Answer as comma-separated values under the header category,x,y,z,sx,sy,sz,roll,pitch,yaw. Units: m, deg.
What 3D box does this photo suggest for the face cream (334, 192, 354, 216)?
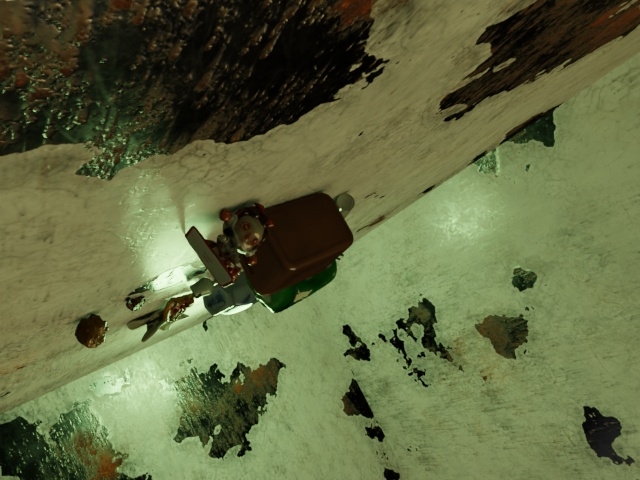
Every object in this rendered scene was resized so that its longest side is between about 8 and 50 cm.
category,x,y,z,sx,sy,sz,roll,pitch,yaw
face cream,0.077,-0.121,1.858,0.077,0.077,0.250,-26,172,-18

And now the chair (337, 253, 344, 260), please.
category,x,y,z,sx,sy,sz,roll,pitch,yaw
chair,0.000,0.000,2.225,0.260,0.142,0.154,17,167,-2

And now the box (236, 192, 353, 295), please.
category,x,y,z,sx,sy,sz,roll,pitch,yaw
box,-0.088,0.004,1.518,0.339,0.240,0.229,-22,167,-38

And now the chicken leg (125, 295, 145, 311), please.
category,x,y,z,sx,sy,sz,roll,pitch,yaw
chicken leg,-0.692,0.233,1.631,0.062,0.037,0.145,-51,172,2

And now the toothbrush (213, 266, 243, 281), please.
category,x,y,z,sx,sy,sz,roll,pitch,yaw
toothbrush,-0.324,0.113,2.129,0.417,0.042,0.040,-25,-176,-25

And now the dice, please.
category,x,y,z,sx,sy,sz,roll,pitch,yaw
dice,-0.128,0.106,1.810,0.287,0.300,0.297,-24,171,-43

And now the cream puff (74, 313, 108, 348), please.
category,x,y,z,sx,sy,sz,roll,pitch,yaw
cream puff,-0.798,0.319,1.533,0.122,0.116,0.094,-14,161,5

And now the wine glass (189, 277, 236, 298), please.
category,x,y,z,sx,sy,sz,roll,pitch,yaw
wine glass,-0.476,0.188,1.936,0.195,0.079,0.079,-26,172,-22

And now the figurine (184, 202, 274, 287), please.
category,x,y,z,sx,sy,sz,roll,pitch,yaw
figurine,-0.227,-0.011,1.232,0.226,0.183,0.160,-38,-173,-28

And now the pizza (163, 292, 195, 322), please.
category,x,y,z,sx,sy,sz,roll,pitch,yaw
pizza,-0.656,0.308,2.071,0.193,0.053,0.201,-39,162,-30

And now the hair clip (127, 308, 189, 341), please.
category,x,y,z,sx,sy,sz,roll,pitch,yaw
hair clip,-0.809,0.406,2.144,0.172,0.113,0.282,-31,177,24

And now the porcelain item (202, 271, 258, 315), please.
category,x,y,z,sx,sy,sz,roll,pitch,yaw
porcelain item,-0.421,0.269,2.303,0.242,0.179,0.405,-31,169,27
